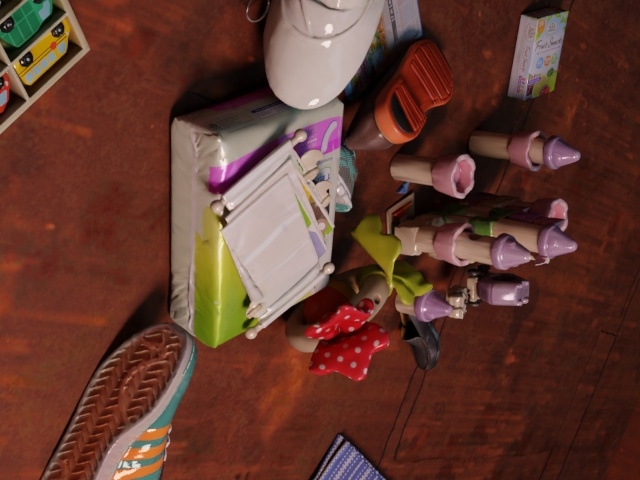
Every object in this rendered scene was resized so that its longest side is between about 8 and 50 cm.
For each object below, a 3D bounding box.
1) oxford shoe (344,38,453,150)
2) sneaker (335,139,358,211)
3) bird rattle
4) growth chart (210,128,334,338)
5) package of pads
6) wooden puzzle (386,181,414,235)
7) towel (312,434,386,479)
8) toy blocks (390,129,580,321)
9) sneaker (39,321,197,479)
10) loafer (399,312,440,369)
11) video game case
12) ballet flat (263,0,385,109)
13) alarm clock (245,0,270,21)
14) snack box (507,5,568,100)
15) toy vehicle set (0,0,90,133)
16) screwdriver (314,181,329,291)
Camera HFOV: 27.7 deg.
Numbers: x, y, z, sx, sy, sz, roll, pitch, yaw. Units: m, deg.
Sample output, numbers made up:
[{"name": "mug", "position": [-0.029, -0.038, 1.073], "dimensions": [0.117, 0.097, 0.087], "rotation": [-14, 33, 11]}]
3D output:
[{"name": "oxford shoe", "position": [0.109, -0.206, 1.822], "dimensions": [0.097, 0.098, 0.271], "rotation": [59, 35, -12]}, {"name": "sneaker", "position": [0.013, -0.116, 1.776], "dimensions": [0.166, 0.065, 0.076], "rotation": [72, 35, -50]}, {"name": "bird rattle", "position": [0.038, 0.101, 1.809], "dimensions": [0.143, 0.207, 0.253], "rotation": [46, 51, -21]}, {"name": "growth chart", "position": [-0.048, -0.008, 1.579], "dimensions": [0.172, 0.021, 0.237], "rotation": [-36, 134, -24]}, {"name": "package of pads", "position": [-0.080, -0.041, 1.641], "dimensions": [0.229, 0.101, 0.296], "rotation": [-26, 131, -43]}, {"name": "wooden puzzle", "position": [0.127, -0.032, 2.018], "dimensions": [0.078, 0.014, 0.116], "rotation": [-43, 141, -31]}, {"name": "towel", "position": [0.029, 0.491, 2.202], "dimensions": [0.243, 0.040, 0.336], "rotation": [-54, 143, -14]}, {"name": "toy blocks", "position": [0.290, 0.000, 1.997], "dimensions": [0.288, 0.260, 0.309], "rotation": [-21, 115, -49]}, {"name": "sneaker", "position": [-0.236, 0.239, 1.602], "dimensions": [0.302, 0.108, 0.121], "rotation": [-57, 148, 1]}, {"name": "loafer", "position": [0.155, 0.148, 2.138], "dimensions": [0.061, 0.062, 0.170], "rotation": [-31, 125, -30]}, {"name": "video game case", "position": [0.081, -0.286, 1.791], "dimensions": [0.166, 0.015, 0.119], "rotation": [-46, 143, -28]}, {"name": "ballet flat", "position": [0.035, -0.353, 1.553], "dimensions": [0.400, 0.139, 0.139], "rotation": [-65, 148, -13]}, {"name": "alarm clock", "position": [-0.075, -0.339, 1.498], "dimensions": [0.129, 0.064, 0.192], "rotation": [-37, 141, -37]}, {"name": "snack box", "position": [0.360, -0.309, 2.148], "dimensions": [0.100, 0.037, 0.141], "rotation": [-24, 128, -47]}, {"name": "toy vehicle set", "position": [-0.348, -0.167, 1.239], "dimensions": [0.267, 0.035, 0.166], "rotation": [-49, 143, -24]}, {"name": "screwdriver", "position": [0.000, 0.000, 1.661], "dimensions": [0.024, 0.025, 0.170], "rotation": [-32, 134, -39]}]
